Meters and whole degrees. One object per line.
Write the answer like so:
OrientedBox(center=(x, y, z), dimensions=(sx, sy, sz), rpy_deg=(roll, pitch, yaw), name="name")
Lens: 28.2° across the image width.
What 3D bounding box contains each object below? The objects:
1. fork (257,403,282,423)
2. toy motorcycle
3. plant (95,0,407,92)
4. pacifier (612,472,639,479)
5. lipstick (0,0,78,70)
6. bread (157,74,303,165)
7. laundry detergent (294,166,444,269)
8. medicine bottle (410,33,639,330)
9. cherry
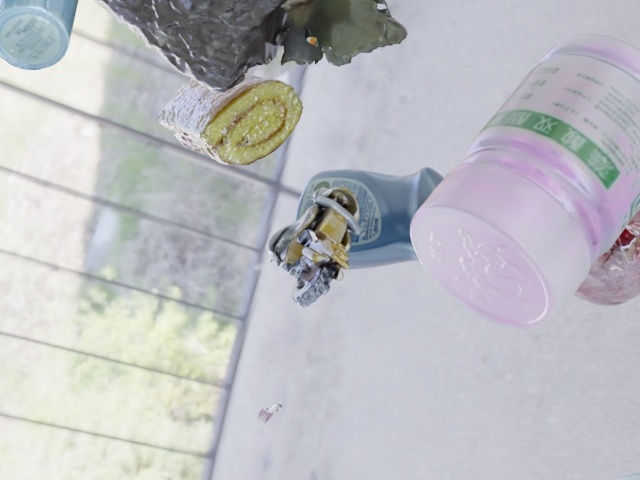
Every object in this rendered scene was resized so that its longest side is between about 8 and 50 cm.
OrientedBox(center=(-0.057, 0.199, 1.494), dimensions=(0.115, 0.016, 0.012), rpy_deg=(127, 159, -69), name="fork")
OrientedBox(center=(0.001, 0.000, 1.647), dimensions=(0.130, 0.094, 0.229), rpy_deg=(-46, 17, 11), name="toy motorcycle")
OrientedBox(center=(-0.062, -0.263, 1.264), dimensions=(0.213, 0.312, 0.215), rpy_deg=(-47, 23, 43), name="plant")
OrientedBox(center=(0.422, 0.306, 1.283), dimensions=(0.279, 0.227, 0.207), rpy_deg=(-12, 54, 30), name="pacifier")
OrientedBox(center=(-0.223, -0.242, 1.038), dimensions=(0.061, 0.068, 0.274), rpy_deg=(-18, 42, 12), name="lipstick")
OrientedBox(center=(-0.113, -0.154, 1.592), dimensions=(0.132, 0.103, 0.172), rpy_deg=(-40, 26, -14), name="bread")
OrientedBox(center=(0.102, -0.029, 1.753), dimensions=(0.290, 0.094, 0.143), rpy_deg=(1, 66, 37), name="laundry detergent")
OrientedBox(center=(0.281, -0.075, 1.546), dimensions=(0.325, 0.212, 0.212), rpy_deg=(-48, 26, -24), name="medicine bottle")
OrientedBox(center=(0.428, 0.006, 1.899), dimensions=(0.175, 0.249, 0.192), rpy_deg=(31, 68, 26), name="cherry")
